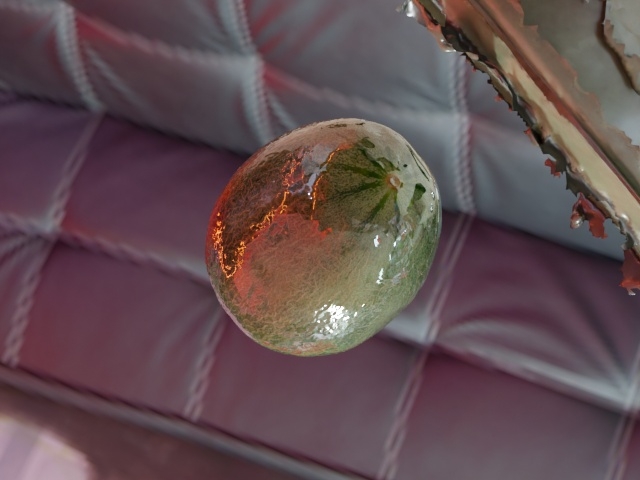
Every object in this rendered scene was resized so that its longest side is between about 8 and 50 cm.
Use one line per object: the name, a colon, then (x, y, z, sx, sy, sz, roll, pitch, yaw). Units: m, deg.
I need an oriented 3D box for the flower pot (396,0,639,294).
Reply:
flower pot: (0.149, -0.140, 0.611, 0.290, 0.259, 0.290, 48, -175, -6)

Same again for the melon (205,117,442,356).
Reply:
melon: (0.000, 0.000, 0.866, 0.114, 0.114, 0.167, 28, 149, -7)
